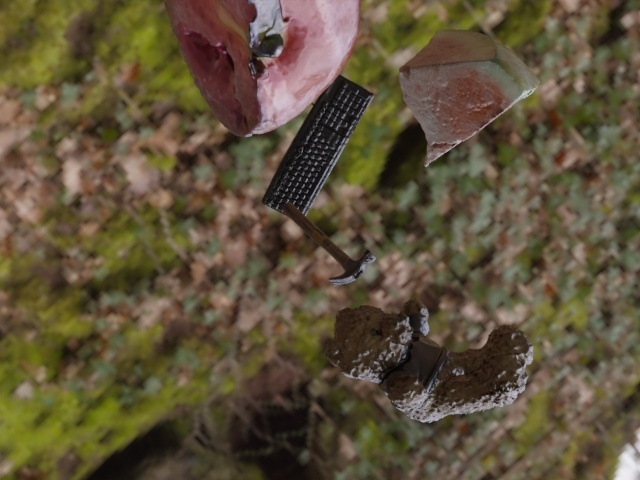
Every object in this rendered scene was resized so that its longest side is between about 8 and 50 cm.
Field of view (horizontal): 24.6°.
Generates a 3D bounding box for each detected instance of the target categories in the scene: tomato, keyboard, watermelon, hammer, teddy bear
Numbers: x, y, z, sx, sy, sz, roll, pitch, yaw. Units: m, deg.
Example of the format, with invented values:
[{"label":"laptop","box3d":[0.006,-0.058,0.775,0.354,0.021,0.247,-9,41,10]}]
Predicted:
[{"label":"tomato","box3d":[-0.065,-0.298,1.629,0.176,0.334,0.289,-24,-132,-19]},{"label":"keyboard","box3d":[-0.008,-0.154,2.438,0.250,0.087,0.017,-60,-166,8]},{"label":"watermelon","box3d":[0.259,-0.254,2.537,0.232,0.193,0.310,-20,-157,1]},{"label":"hammer","box3d":[0.000,0.000,1.894,0.062,0.017,0.182,-48,-135,-1]},{"label":"teddy bear","box3d":[0.129,0.157,1.790,0.182,0.251,0.129,-74,180,-70]}]
